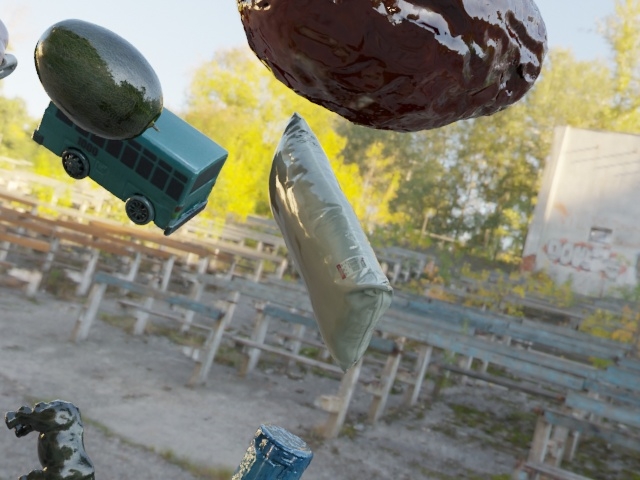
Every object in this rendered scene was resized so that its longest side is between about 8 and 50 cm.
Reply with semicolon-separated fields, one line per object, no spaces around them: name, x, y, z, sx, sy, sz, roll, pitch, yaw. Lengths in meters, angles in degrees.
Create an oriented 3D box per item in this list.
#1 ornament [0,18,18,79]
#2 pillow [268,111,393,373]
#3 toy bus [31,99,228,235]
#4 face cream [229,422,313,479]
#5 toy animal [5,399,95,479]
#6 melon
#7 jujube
ornament;-0.517;-0.257;0.993;0.178;0.177;0.177;15;-4;1
pillow;0.000;0.000;0.751;0.078;0.254;0.144;-13;-36;-17
toy bus;-0.278;-0.141;1.042;0.256;0.147;0.128;35;31;3
face cream;-0.113;0.338;0.686;0.163;0.336;0.080;30;0;18
toy animal;-0.241;0.214;0.645;0.065;0.135;0.047;-13;-10;-11
melon;-0.252;-0.183;0.819;0.167;0.114;0.114;41;-8;-7
jujube;0.069;-0.183;0.577;0.290;0.197;0.197;4;4;-41
